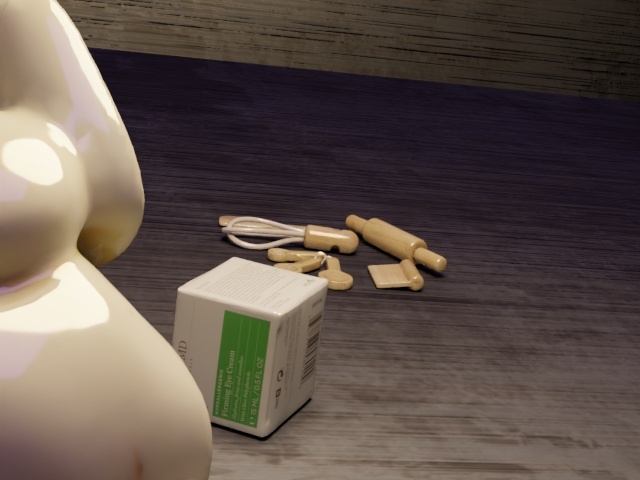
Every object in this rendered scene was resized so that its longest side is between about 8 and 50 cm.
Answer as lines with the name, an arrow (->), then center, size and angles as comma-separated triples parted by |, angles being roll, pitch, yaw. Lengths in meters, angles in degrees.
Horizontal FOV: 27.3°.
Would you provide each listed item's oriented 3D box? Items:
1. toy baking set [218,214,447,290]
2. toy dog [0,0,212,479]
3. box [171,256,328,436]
toy baking set -> 0.006, 0.000, 1.420 | 0.197, 0.030, 0.256 | -3, 20, -33
toy dog -> -0.282, 0.099, 0.582 | 0.408, 0.284, 0.395 | -11, 56, -35
box -> -0.055, 0.078, 1.006 | 0.087, 0.101, 0.102 | 14, 17, 19
